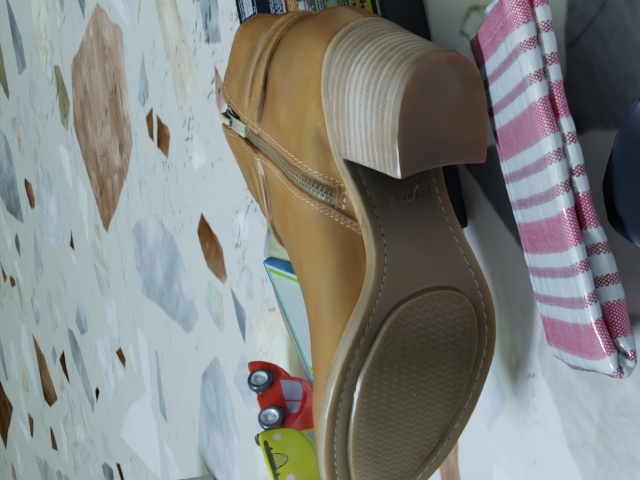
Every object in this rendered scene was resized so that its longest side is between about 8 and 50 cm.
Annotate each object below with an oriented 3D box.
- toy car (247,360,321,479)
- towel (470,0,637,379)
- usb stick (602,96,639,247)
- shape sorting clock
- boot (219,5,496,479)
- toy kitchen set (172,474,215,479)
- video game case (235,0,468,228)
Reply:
[{"bbox_3d":[0.003,0.216,1.111,0.239,0.053,0.225,-115,6,-79],"label":"toy car"},{"bbox_3d":[0.118,-0.029,0.713,0.144,0.029,0.197,114,141,-90],"label":"towel"},{"bbox_3d":[0.205,0.016,0.558,0.278,0.045,0.077,-135,46,-54],"label":"usb stick"},{"bbox_3d":[0.021,0.078,1.018,0.206,0.040,0.206,55,162,29],"label":"shape sorting clock"},{"bbox_3d":[0.000,0.000,0.858,0.220,0.109,0.284,26,121,56],"label":"boot"},{"bbox_3d":[-0.131,0.373,1.452,0.207,0.122,0.166,-132,37,-51],"label":"toy kitchen set"},{"bbox_3d":[0.007,-0.128,0.982,0.248,0.035,0.275,167,92,-68],"label":"video game case"}]
